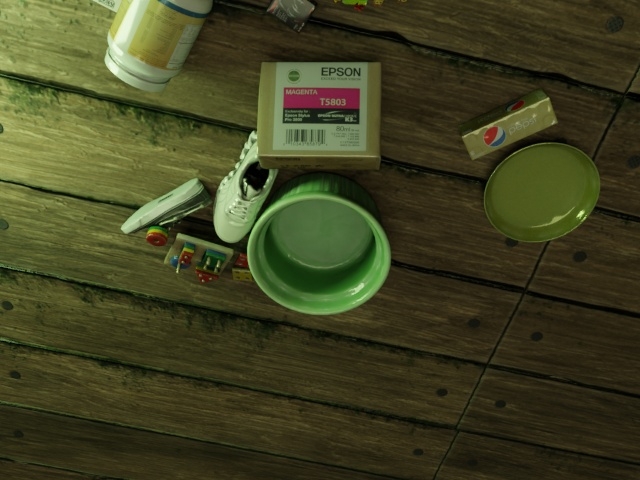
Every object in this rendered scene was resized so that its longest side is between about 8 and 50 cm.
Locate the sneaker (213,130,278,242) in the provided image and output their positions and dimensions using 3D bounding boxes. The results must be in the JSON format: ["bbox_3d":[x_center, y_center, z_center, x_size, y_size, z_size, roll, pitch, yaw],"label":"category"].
[{"bbox_3d":[-0.160,-0.102,1.355,0.110,0.118,0.292,21,123,-12],"label":"sneaker"}]

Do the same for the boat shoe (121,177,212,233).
[{"bbox_3d":[-0.344,-0.058,1.415,0.219,0.078,0.070,-25,117,16],"label":"boat shoe"}]

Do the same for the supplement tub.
[{"bbox_3d":[-0.300,-0.390,1.161,0.144,0.144,0.200,29,120,-14],"label":"supplement tub"}]

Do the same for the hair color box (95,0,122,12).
[{"bbox_3d":[-0.366,-0.495,1.158,0.071,0.043,0.141,25,119,-13],"label":"hair color box"}]

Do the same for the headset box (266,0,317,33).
[{"bbox_3d":[-0.057,-0.438,1.184,0.083,0.032,0.062,31,119,-17],"label":"headset box"}]

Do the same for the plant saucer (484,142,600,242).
[{"bbox_3d":[0.470,-0.106,1.363,0.240,0.037,0.241,1,123,2],"label":"plant saucer"}]

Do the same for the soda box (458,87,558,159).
[{"bbox_3d":[0.375,-0.233,1.275,0.181,0.058,0.061,-23,118,17],"label":"soda box"}]

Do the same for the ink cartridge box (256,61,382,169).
[{"bbox_3d":[0.000,-0.238,1.214,0.234,0.088,0.194,0,80,3],"label":"ink cartridge box"}]

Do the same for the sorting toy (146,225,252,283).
[{"bbox_3d":[-0.276,0.054,1.464,0.274,0.046,0.132,18,144,-19],"label":"sorting toy"}]

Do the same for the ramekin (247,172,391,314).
[{"bbox_3d":[0.000,0.000,1.390,0.303,0.148,0.304,1,122,2],"label":"ramekin"}]

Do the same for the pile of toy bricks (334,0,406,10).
[{"bbox_3d":[0.068,-0.458,1.134,0.212,0.118,0.105,1,155,-8],"label":"pile of toy bricks"}]
